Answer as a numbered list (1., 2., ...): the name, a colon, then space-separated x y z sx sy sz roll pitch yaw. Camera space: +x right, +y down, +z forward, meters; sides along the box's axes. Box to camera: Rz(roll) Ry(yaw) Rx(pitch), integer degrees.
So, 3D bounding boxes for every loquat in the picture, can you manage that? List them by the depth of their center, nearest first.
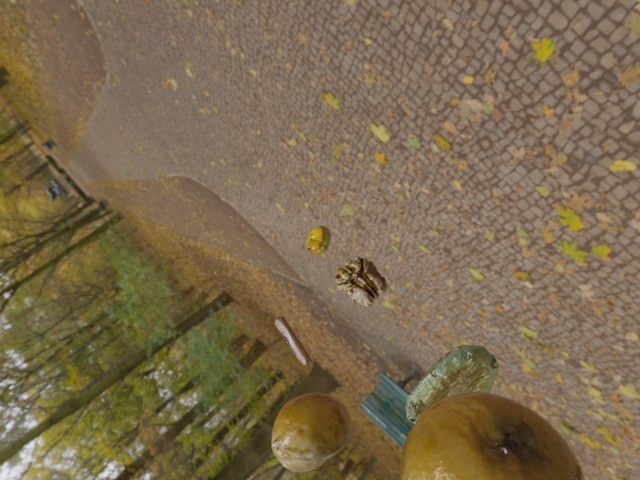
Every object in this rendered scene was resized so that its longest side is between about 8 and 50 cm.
1. loquat: 0.240 0.355 0.651 0.263 0.263 0.263 41 160 18
2. loquat: -0.021 0.475 1.147 0.187 0.234 0.176 -36 72 48

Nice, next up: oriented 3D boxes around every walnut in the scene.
1. walnut: 0.125 0.122 1.447 0.170 0.143 0.069 39 168 28

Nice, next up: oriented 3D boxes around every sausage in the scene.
1. sausage: -0.057 0.213 0.968 0.116 0.026 0.026 52 164 22

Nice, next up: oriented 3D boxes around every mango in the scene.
1. mango: 0.000 0.000 1.539 0.066 0.101 0.187 25 -178 -13

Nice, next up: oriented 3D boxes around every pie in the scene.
1. pie: 0.349 0.392 1.217 0.071 0.306 0.306 57 175 50
